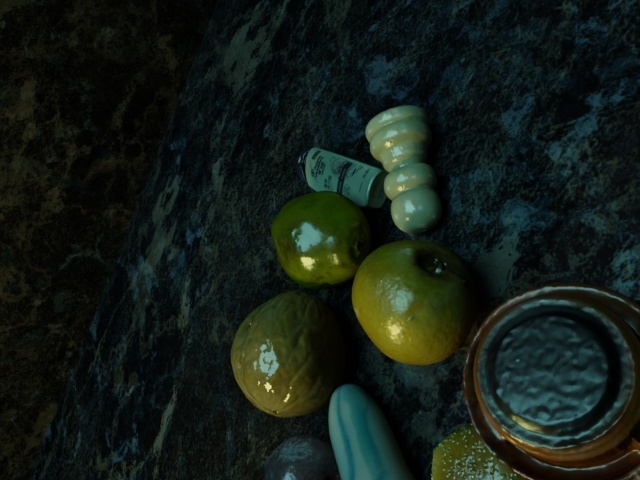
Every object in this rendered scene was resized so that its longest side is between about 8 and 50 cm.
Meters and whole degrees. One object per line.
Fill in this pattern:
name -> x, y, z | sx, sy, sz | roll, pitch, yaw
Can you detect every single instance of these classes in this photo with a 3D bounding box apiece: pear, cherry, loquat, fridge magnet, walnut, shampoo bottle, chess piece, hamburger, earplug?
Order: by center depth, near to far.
fridge magnet -> 0.416, 0.237, 0.923 | 0.364, 0.155, 0.363 | -20, 53, 30
hamburger -> 0.320, 0.444, 1.013 | 0.215, 0.122, 0.189 | -19, 60, 41
loquat -> 0.194, 0.131, 1.143 | 0.275, 0.275, 0.275 | -18, 65, 45
earplug -> 0.099, 0.473, 1.224 | 0.185, 0.185, 0.324 | -50, 42, 27
cherry -> -0.033, 0.595, 1.300 | 0.285, 0.213, 0.236 | -10, 64, 56
chess piece -> 0.211, -0.162, 1.314 | 0.167, 0.167, 0.299 | -26, 64, 42
walnut -> -0.078, 0.289, 1.396 | 0.333, 0.333, 0.333 | -18, 65, 45
pear -> 0.000, 0.000, 1.427 | 0.321, 0.269, 0.269 | 22, 95, 51
shampoo bottle -> 0.051, -0.179, 1.554 | 0.359, 0.078, 0.134 | 29, 106, 49
